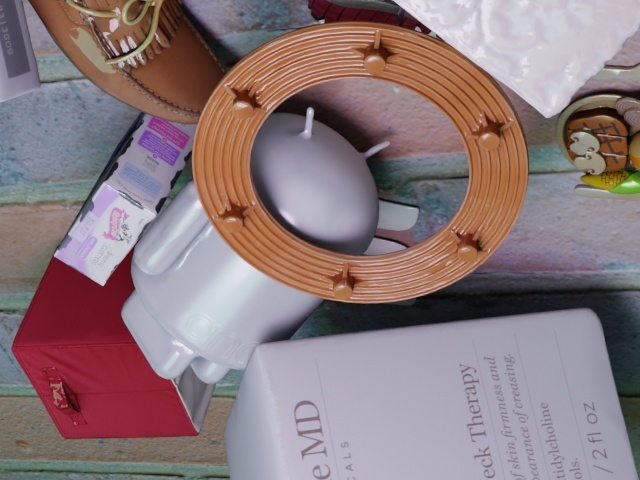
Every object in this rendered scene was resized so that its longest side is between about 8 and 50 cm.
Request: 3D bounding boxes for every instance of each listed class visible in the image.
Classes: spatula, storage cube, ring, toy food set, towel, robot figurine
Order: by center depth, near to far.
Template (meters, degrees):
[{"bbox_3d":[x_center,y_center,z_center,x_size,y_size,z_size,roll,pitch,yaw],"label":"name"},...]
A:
[{"bbox_3d":[0.191,-0.318,1.405,0.317,0.053,0.332,37,114,-14],"label":"towel"},{"bbox_3d":[0.038,-0.064,1.599,0.336,0.032,0.337,3,128,3],"label":"ring"},{"bbox_3d":[0.309,-0.100,1.684,0.132,0.039,0.192,3,136,21],"label":"toy food set"},{"bbox_3d":[-0.072,0.002,1.798,0.300,0.200,0.353,8,127,-53],"label":"robot figurine"},{"bbox_3d":[0.000,0.000,1.948,0.242,0.019,0.168,11,139,13],"label":"spatula"},{"bbox_3d":[-0.246,0.127,2.053,0.193,0.215,0.184,-4,133,19],"label":"storage cube"}]

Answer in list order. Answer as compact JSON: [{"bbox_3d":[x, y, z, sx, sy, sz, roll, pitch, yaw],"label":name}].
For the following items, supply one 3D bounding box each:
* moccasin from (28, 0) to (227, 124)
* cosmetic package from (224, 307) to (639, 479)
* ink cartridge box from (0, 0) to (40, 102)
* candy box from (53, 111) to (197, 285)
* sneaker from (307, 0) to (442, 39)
[{"bbox_3d":[-0.218,-0.276,1.670,0.147,0.139,0.380,-14,119,46],"label":"moccasin"},{"bbox_3d":[0.120,0.299,1.831,0.393,0.330,0.327,-5,157,-14],"label":"cosmetic package"},{"bbox_3d":[-0.490,-0.270,1.624,0.384,0.091,0.308,-5,105,25],"label":"ink cartridge box"},{"bbox_3d":[-0.208,-0.071,1.826,0.070,0.196,0.165,33,138,-10],"label":"candy box"},{"bbox_3d":[0.131,-0.251,1.543,0.299,0.121,0.112,7,123,10],"label":"sneaker"}]
